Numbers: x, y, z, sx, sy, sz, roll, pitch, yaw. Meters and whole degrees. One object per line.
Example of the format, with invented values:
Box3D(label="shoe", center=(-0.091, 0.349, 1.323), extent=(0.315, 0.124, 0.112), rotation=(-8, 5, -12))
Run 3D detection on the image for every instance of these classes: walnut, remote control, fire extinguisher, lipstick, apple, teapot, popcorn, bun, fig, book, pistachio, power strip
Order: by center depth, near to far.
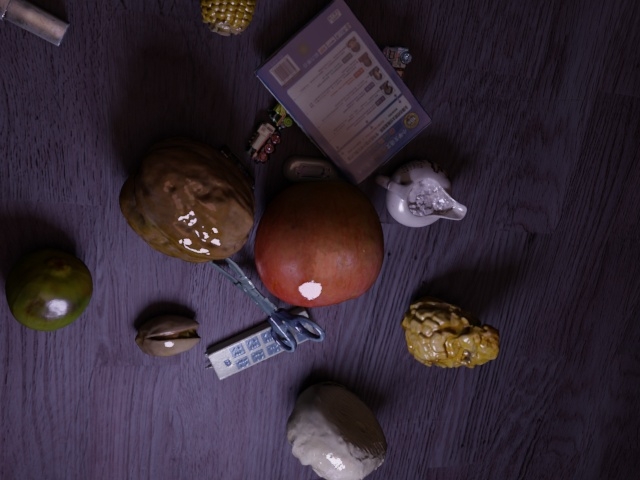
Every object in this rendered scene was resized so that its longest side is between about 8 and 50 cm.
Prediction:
Box3D(label="lipstick", center=(-0.697, -0.527, 1.302), extent=(0.253, 0.079, 0.077), rotation=(27, 101, -25))
Box3D(label="walnut", center=(-0.322, -0.091, 1.489), extent=(0.344, 0.306, 0.306), rotation=(32, 99, -25))
Box3D(label="fig", center=(-0.703, 0.141, 1.501), extent=(0.207, 0.207, 0.230), rotation=(24, 101, -25))
Box3D(label="book", center=(0.071, -0.385, 1.567), extent=(0.300, 0.039, 0.428), rotation=(-40, 113, 4))
Box3D(label="apple", center=(0.000, 0.000, 1.596), extent=(0.364, 0.364, 0.364), rotation=(-7, 113, -16))
Box3D(label="fire extinguisher", center=(-0.228, -0.193, 1.615), extent=(0.158, 0.043, 0.064), rotation=(51, 47, -28))
Box3D(label="remote control", center=(0.000, -0.201, 1.688), extent=(0.221, 0.042, 0.078), rotation=(2, 109, -19))
Box3D(label="pistachio", center=(-0.441, 0.275, 1.696), extent=(0.185, 0.124, 0.124), rotation=(-1, 111, -25))
Box3D(label="teapot", center=(0.285, -0.140, 1.751), extent=(0.300, 0.166, 0.208), rotation=(11, 119, -32))
Box3D(label="power strip", center=(-0.191, 0.325, 1.836), extent=(0.367, 0.043, 0.106), rotation=(-24, 116, -8))
Box3D(label="bun", center=(0.040, 0.632, 1.881), extent=(0.360, 0.360, 0.211), rotation=(30, 107, -26))
Box3D(label="popcorn", center=(0.425, 0.313, 1.909), extent=(0.265, 0.332, 0.225), rotation=(31, 70, -54))

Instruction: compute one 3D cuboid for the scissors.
Box3D(label="scissors", center=(-0.171, 0.179, 1.698), extent=(0.383, 0.256, 0.029), rotation=(43, 55, -7))

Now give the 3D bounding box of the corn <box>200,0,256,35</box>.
Box3D(label="corn", center=(-0.201, -0.683, 1.372), extent=(0.144, 0.144, 0.387), rotation=(6, 110, -21))

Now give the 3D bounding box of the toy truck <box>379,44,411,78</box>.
Box3D(label="toy truck", center=(0.177, -0.458, 1.627), extent=(0.115, 0.080, 0.177), rotation=(7, 110, -11))

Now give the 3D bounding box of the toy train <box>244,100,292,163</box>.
Box3D(label="toy train", center=(-0.119, -0.321, 1.597), extent=(0.085, 0.053, 0.249), rotation=(33, 98, -18))
